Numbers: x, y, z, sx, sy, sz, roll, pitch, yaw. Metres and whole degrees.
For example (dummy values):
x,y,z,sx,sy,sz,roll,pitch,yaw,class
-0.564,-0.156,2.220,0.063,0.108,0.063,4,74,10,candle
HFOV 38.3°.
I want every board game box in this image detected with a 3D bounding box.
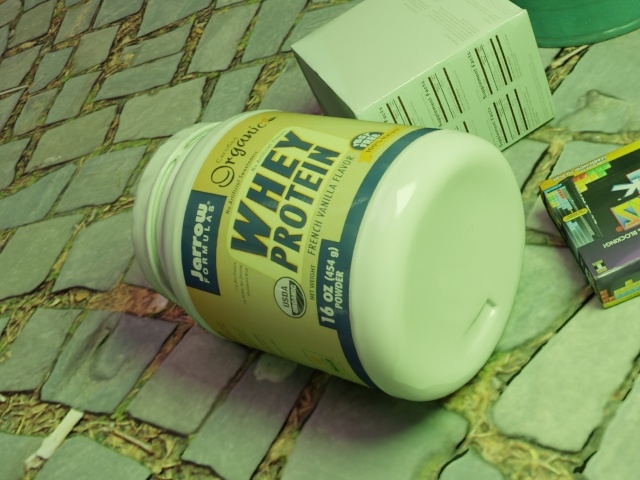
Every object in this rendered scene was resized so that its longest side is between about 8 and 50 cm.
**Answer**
x,y,z,sx,sy,sz,roll,pitch,yaw,class
0.304,-0.031,0.835,0.170,0.048,0.141,-24,39,7,board game box

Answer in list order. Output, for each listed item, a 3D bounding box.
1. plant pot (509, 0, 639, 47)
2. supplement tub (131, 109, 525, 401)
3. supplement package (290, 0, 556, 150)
x,y,z,sx,sy,sz,roll,pitch,yaw,class
0.294,-0.411,1.079,0.271,0.255,0.272,-17,42,16,plant pot
0.000,0.000,0.845,0.316,0.228,0.228,12,55,39,supplement tub
0.112,-0.178,1.025,0.203,0.149,0.194,-32,40,-2,supplement package
